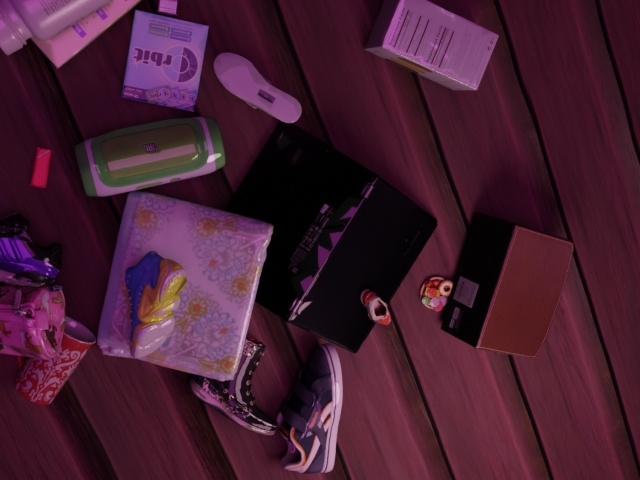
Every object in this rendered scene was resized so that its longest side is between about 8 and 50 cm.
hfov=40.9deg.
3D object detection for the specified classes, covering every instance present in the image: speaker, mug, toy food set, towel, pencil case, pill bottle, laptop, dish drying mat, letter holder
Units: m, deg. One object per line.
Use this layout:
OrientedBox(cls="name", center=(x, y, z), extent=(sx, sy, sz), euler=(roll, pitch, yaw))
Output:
OrientedBox(cls="speaker", center=(-0.357, -0.178, 1.809), extent=(0.296, 0.131, 0.131), euler=(-14, 104, -12))
OrientedBox(cls="mug", center=(-0.586, 0.249, 1.853), extent=(0.169, 0.150, 0.113), euler=(-58, 145, 5))
OrientedBox(cls="toy food set", center=(0.284, 0.130, 2.096), extent=(0.083, 0.020, 0.082), euler=(14, 96, -18))
OrientedBox(cls="towel", center=(-0.298, 0.103, 1.862), extent=(0.320, 0.090, 0.374), euler=(14, 100, -2))
OrientedBox(cls="pencil case", center=(-0.707, 0.150, 1.704), extent=(0.386, 0.160, 0.167), euler=(3, 120, 3))
OrientedBox(cls="pill bottle", center=(-0.512, -0.446, 1.589), extent=(0.229, 0.131, 0.131), euler=(-34, 107, -7))
OrientedBox(cls="laptop", center=(0.000, 0.000, 1.997), extent=(0.408, 0.236, 0.382), euler=(32, 90, 10))
OrientedBox(cls="dish drying mat", center=(-0.589, -0.153, 1.811), extent=(0.032, 0.008, 0.083), euler=(11, 97, -18))
OrientedBox(cls="letter holder", center=(0.456, 0.111, 2.072), extent=(0.214, 0.152, 0.302), euler=(14, 96, -29))

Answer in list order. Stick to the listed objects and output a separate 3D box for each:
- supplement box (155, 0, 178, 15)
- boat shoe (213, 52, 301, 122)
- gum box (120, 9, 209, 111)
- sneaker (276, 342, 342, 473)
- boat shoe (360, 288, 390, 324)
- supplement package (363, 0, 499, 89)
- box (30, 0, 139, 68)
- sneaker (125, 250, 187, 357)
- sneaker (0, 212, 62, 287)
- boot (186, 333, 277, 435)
OrientedBox(cls="supplement box", center=(-0.317, -0.514, 1.793), extent=(0.043, 0.055, 0.083), euler=(6, 99, -16))
OrientedBox(cls="boat shoe", center=(-0.142, -0.326, 1.867), extent=(0.219, 0.070, 0.078), euler=(36, 87, -16))
OrientedBox(cls="gum box", center=(-0.331, -0.379, 1.822), extent=(0.157, 0.041, 0.184), euler=(9, 99, -17))
OrientedBox(cls="sneaker", center=(-0.027, 0.400, 2.007), extent=(0.127, 0.126, 0.321), euler=(0, 102, -21))
OrientedBox(cls="boat shoe", center=(0.137, 0.164, 2.022), extent=(0.049, 0.043, 0.137), euler=(-48, 138, -12))
OrientedBox(cls="supplement package", center=(0.244, -0.442, 1.916), extent=(0.244, 0.139, 0.134), euler=(20, 94, -17))
OrientedBox(cls="box", center=(-0.505, -0.501, 1.712), extent=(0.243, 0.117, 0.213), euler=(-42, 108, -5))
OrientedBox(cls="sneaker", center=(-0.360, 0.125, 1.793), extent=(0.091, 0.126, 0.240), euler=(-5, 129, -53))
OrientedBox(cls="sneaker", center=(-0.673, 0.001, 1.776), extent=(0.293, 0.102, 0.146), euler=(24, 90, -23))
OrientedBox(cls="boot", center=(-0.164, 0.325, 1.971), extent=(0.236, 0.085, 0.178), euler=(34, 91, -10))
